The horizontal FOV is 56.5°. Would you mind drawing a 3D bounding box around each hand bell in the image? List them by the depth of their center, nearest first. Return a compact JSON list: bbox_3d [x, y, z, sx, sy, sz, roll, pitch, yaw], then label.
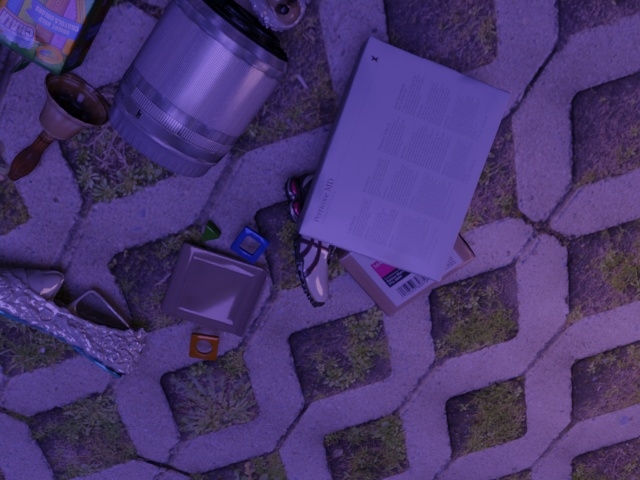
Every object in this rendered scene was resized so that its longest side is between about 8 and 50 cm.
[{"bbox_3d":[-0.519,-0.189,1.118,0.242,0.126,0.126,-38,113,25],"label":"hand bell"}]

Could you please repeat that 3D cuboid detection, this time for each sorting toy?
[{"bbox_3d":[-0.231,0.107,1.304,0.196,0.047,0.347,21,111,-9],"label":"sorting toy"}]

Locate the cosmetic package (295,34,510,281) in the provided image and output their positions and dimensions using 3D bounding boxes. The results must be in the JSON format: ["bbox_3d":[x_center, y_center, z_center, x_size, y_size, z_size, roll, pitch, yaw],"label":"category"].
[{"bbox_3d":[0.149,-0.146,1.119,0.285,0.097,0.377,20,93,-10],"label":"cosmetic package"}]

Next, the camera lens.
[{"bbox_3d":[-0.206,-0.275,1.028,0.219,0.219,0.274,34,108,-19],"label":"camera lens"}]

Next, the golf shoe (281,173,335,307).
[{"bbox_3d":[0.000,0.000,1.198,0.120,0.105,0.272,-8,96,5],"label":"golf shoe"}]

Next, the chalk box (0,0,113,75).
[{"bbox_3d":[-0.459,-0.370,1.009,0.132,0.132,0.213,29,110,-17],"label":"chalk box"}]

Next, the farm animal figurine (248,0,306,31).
[{"bbox_3d":[-0.081,-0.554,0.938,0.327,0.172,0.330,39,93,-22],"label":"farm animal figurine"}]

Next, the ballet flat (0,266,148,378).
[{"bbox_3d":[-0.548,0.143,1.264,0.409,0.147,0.147,37,107,-23],"label":"ballet flat"}]

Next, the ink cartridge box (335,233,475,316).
[{"bbox_3d":[0.178,0.021,1.276,0.235,0.088,0.193,-37,114,13],"label":"ink cartridge box"}]
